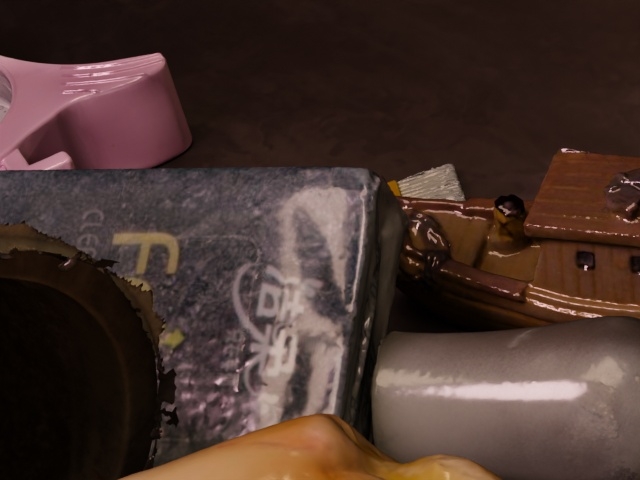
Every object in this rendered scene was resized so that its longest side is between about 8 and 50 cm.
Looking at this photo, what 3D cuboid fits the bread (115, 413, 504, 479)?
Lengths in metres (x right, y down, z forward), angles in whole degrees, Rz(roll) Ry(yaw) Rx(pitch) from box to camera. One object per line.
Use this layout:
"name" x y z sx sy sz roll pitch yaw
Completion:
"bread" 0.011 0.231 0.779 0.270 0.211 0.315 -17 46 -16

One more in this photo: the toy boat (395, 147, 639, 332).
"toy boat" 0.175 0.009 1.056 0.321 0.121 0.089 8 49 24

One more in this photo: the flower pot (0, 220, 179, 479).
"flower pot" -0.252 0.073 0.886 0.290 0.290 0.259 -37 48 -26

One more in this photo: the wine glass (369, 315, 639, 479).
"wine glass" 0.148 0.091 0.979 0.231 0.103 0.103 -2 40 20

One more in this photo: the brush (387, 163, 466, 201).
"brush" 0.000 0.000 1.205 0.205 0.011 0.083 -15 39 0

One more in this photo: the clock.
"clock" -0.244 -0.085 1.327 0.290 0.080 0.275 -10 39 4

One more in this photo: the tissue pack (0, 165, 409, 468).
"tissue pack" -0.120 0.071 1.041 0.316 0.103 0.228 0 64 18
